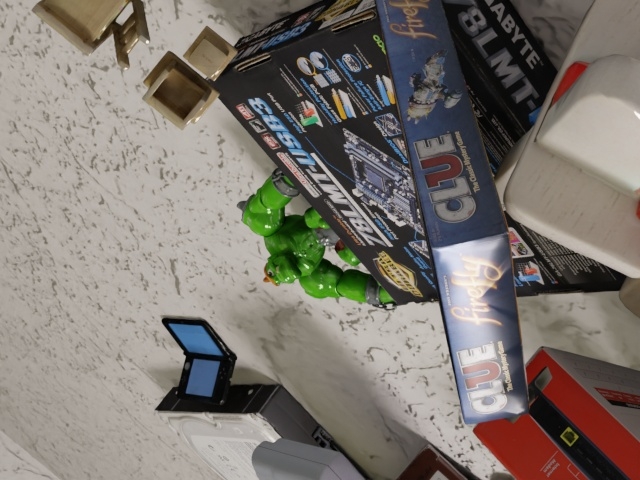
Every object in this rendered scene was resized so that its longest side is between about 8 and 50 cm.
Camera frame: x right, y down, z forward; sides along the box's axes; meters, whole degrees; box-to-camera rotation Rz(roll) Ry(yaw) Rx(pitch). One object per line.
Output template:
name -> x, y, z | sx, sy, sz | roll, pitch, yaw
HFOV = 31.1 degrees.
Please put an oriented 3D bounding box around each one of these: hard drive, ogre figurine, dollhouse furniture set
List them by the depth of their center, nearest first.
dollhouse furniture set -> -0.109, -0.215, 0.947 | 0.161, 0.101, 0.182 | 39, 109, -12
ogre figurine -> 0.000, 0.000, 1.143 | 0.118, 0.096, 0.197 | -17, 144, 39
hard drive -> -0.092, 0.320, 1.762 | 0.237, 0.064, 0.339 | 49, 150, -20

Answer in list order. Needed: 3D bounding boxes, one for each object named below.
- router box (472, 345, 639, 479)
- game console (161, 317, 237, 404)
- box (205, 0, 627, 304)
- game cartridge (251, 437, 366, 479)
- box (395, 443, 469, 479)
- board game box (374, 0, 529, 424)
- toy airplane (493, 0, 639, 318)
router box -> 0.306, 0.219, 0.827 | 0.335, 0.082, 0.301 | 18, -157, -51
game console -> -0.183, 0.173, 1.641 | 0.071, 0.107, 0.122 | 22, 166, -36
box -> 0.086, -0.072, 0.947 | 0.295, 0.073, 0.293 | 49, 151, -20
game cartridge -> 0.048, 0.370, 1.392 | 0.297, 0.062, 0.198 | 56, 158, -17
box -> 0.133, 0.438, 1.572 | 0.191, 0.143, 0.381 | 41, 152, 10
board game box -> 0.079, -0.033, 0.717 | 0.042, 0.243, 0.165 | -12, 136, 5
toy airplane -> 0.287, -0.003, 0.617 | 0.386, 0.272, 0.384 | 34, 161, 49
